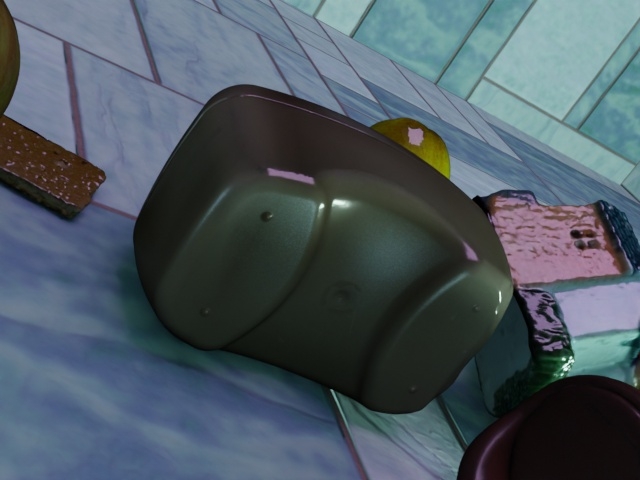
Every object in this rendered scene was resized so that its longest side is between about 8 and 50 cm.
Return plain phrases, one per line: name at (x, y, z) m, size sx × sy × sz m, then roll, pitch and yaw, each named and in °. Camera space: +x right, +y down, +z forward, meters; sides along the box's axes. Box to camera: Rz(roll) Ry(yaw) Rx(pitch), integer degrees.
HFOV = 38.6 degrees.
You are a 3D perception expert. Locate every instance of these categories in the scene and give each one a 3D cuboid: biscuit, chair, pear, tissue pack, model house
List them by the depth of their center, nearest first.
chair at (0.358, 0.275, 1.017) m, size 0.401 × 0.226 × 0.226 m, roll 16°, pitch 28°, yaw -38°
tissue pack at (0.000, 0.000, 1.018) m, size 0.387 × 0.267 × 0.276 m, roll 22°, pitch 27°, yaw -25°
biscuit at (-0.363, -0.106, 1.052) m, size 0.231 × 0.025 × 0.131 m, roll 31°, pitch 22°, yaw -10°
model house at (0.335, 0.072, 1.123) m, size 0.291 × 0.184 × 0.253 m, roll -6°, pitch 53°, yaw -4°
pear at (0.134, -0.120, 1.604) m, size 0.200 × 0.200 × 0.200 m, roll 29°, pitch 21°, yaw -13°

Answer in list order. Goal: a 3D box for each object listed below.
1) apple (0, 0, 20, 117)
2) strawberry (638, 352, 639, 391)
apple at (-0.420, -0.179, 0.857) m, size 0.264 × 0.264 × 0.264 m, roll 29°, pitch 21°, yaw -13°
strawberry at (0.340, 0.170, 1.278) m, size 0.261 × 0.257 × 0.261 m, roll 44°, pitch -4°, yaw 4°
